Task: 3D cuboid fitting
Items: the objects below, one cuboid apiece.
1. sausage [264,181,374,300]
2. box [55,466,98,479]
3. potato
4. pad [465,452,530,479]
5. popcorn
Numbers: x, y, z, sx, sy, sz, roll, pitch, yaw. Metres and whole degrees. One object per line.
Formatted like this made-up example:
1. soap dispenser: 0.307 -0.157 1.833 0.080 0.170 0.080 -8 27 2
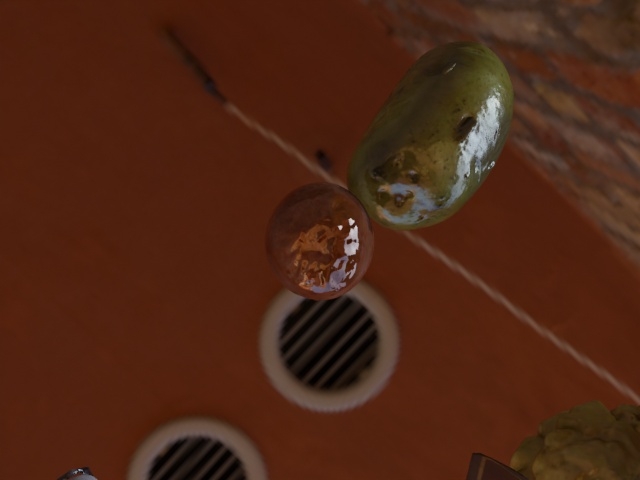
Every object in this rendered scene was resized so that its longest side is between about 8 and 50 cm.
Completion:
1. sausage: 0.000 0.000 1.343 0.113 0.113 0.259 -46 179 0
2. box: -0.130 0.347 1.013 0.190 0.369 0.112 -43 150 -16
3. potato: 0.130 -0.117 1.565 0.228 0.148 0.197 -57 171 -55
4. pad: 0.248 0.292 1.007 0.063 0.375 0.315 -53 165 -15
5. popcorn: 0.311 0.305 1.480 0.332 0.265 0.225 -30 167 -15
